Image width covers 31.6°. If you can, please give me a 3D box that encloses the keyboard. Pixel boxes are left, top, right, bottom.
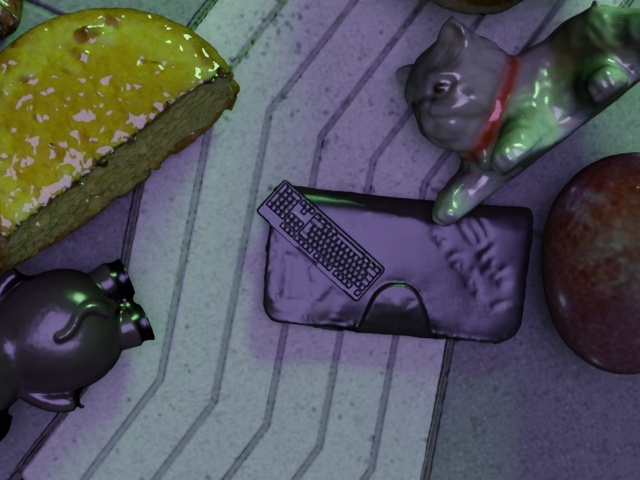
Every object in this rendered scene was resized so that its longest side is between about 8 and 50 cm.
[{"bbox_3d":[0.000,0.000,1.274,0.155,0.010,0.053,41,89,-1],"label":"keyboard"}]

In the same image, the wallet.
[{"bbox_3d":[0.090,0.029,1.305,0.310,0.042,0.165,6,87,-6],"label":"wallet"}]

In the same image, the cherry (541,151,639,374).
[{"bbox_3d":[0.367,0.037,1.249,0.236,0.213,0.285,-14,82,-14],"label":"cherry"}]

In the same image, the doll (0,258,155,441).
[{"bbox_3d":[-0.318,0.109,1.224,0.257,0.117,0.182,-24,88,-7],"label":"doll"}]

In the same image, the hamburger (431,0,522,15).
[{"bbox_3d":[0.198,-0.384,1.204,0.318,0.195,0.276,6,91,-30],"label":"hamburger"}]

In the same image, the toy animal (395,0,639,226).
[{"bbox_3d":[0.239,-0.193,1.229,0.266,0.308,0.188,-24,76,-32],"label":"toy animal"}]

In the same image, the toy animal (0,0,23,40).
[{"bbox_3d":[-0.346,-0.336,1.260,0.099,0.057,0.241,25,85,-12],"label":"toy animal"}]

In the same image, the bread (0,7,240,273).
[{"bbox_3d":[-0.262,-0.132,1.191,0.340,0.194,0.179,-38,87,-10],"label":"bread"}]
